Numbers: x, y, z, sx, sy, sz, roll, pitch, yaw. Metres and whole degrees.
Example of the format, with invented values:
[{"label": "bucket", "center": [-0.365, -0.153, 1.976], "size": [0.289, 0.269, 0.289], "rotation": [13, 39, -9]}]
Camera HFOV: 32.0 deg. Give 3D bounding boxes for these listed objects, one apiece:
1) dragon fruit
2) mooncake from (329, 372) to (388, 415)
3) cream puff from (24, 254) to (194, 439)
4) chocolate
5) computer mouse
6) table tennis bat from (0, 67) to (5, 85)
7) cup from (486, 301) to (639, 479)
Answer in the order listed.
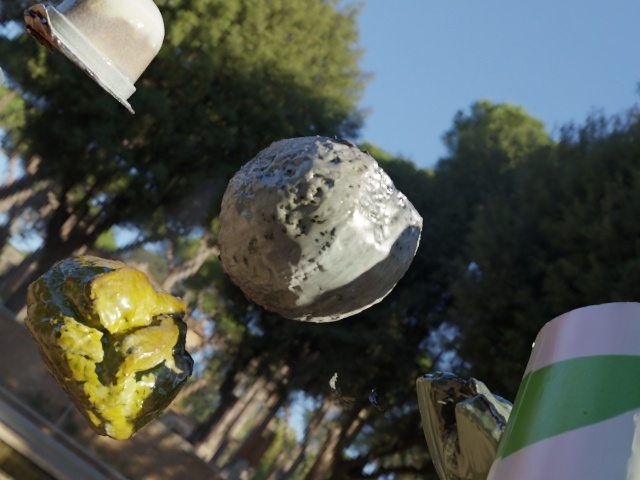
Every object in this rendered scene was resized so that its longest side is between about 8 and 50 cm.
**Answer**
[{"label": "dragon fruit", "center": [0.000, 0.000, 1.620], "size": [0.283, 0.204, 0.221], "rotation": [46, -31, -19]}, {"label": "mooncake", "center": [0.068, 0.273, 1.355], "size": [0.150, 0.057, 0.347], "rotation": [24, -36, 51]}, {"label": "cream puff", "center": [-0.266, 0.133, 1.401], "size": [0.244, 0.196, 0.244], "rotation": [49, 10, -12]}, {"label": "chocolate", "center": [-0.299, -0.294, 1.540], "size": [0.221, 0.147, 0.221], "rotation": [37, 1, -1]}, {"label": "computer mouse", "center": [0.243, 0.321, 1.338], "size": [0.429, 0.145, 0.228], "rotation": [50, -10, -31]}, {"label": "table tennis bat", "center": [-0.522, -0.217, 1.718], "size": [0.220, 0.019, 0.130], "rotation": [-92, 169, -62]}, {"label": "cup", "center": [0.210, 0.200, 0.750], "size": [0.253, 0.274, 0.253], "rotation": [14, -31, 8]}]
